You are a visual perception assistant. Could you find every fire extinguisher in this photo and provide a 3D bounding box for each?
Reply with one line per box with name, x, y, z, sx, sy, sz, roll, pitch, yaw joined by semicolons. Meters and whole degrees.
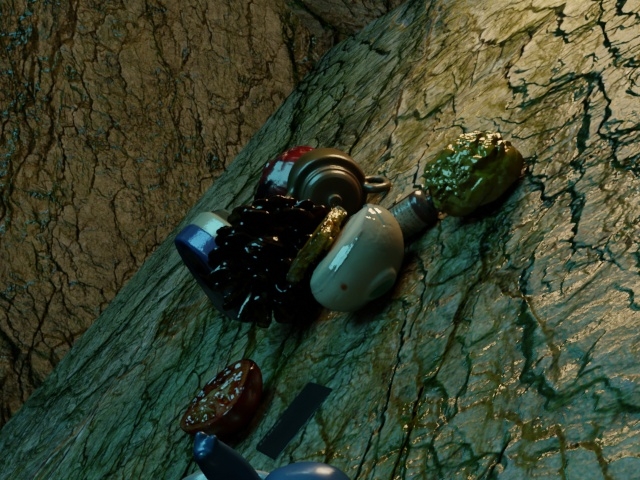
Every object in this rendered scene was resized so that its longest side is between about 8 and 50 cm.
fire extinguisher;0.183;-0.060;1.972;0.252;0.075;0.106;-36;17;29

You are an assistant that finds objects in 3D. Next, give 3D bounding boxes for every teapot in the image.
teapot;0.033;-0.113;2.309;0.268;0.185;0.175;-10;21;-6

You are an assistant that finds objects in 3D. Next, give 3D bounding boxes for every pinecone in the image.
pinecone;-0.091;0.044;2.064;0.242;0.298;0.295;24;74;30

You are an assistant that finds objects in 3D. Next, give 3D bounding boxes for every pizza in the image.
pizza;0.000;0.000;1.898;0.178;0.041;0.131;-55;3;-24

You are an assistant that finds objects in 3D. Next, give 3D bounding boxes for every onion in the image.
onion;-0.072;-0.137;2.597;0.246;0.190;0.246;-52;-1;-1

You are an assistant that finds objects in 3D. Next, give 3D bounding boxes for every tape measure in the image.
tape measure;-0.230;0.052;2.423;0.138;0.262;0.259;-39;14;-18

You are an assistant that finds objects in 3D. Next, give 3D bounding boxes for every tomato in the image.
tomato;-0.180;0.319;1.909;0.174;0.082;0.166;-27;27;37

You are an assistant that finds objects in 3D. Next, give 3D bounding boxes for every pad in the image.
pad;-0.049;0.314;1.743;0.157;0.003;0.112;-50;16;-16

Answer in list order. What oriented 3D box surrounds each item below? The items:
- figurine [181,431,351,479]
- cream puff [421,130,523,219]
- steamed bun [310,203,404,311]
figurine;-0.132;0.425;1.341;0.416;0.243;0.297;-34;62;43
cream puff;0.272;-0.128;1.829;0.189;0.129;0.189;-40;13;11
steamed bun;0.078;0.044;1.870;0.177;0.131;0.228;-43;12;49
